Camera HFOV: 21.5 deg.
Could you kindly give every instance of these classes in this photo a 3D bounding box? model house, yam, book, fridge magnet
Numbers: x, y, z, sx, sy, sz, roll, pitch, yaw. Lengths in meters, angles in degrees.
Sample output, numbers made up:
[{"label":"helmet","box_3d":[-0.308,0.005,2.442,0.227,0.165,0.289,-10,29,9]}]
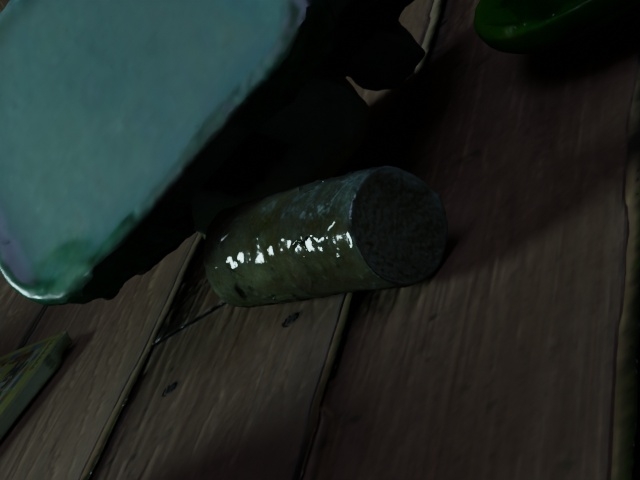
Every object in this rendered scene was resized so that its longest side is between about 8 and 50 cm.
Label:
[{"label":"model house","box_3d":[-0.059,-0.084,1.115,0.280,0.249,0.230,-46,53,19]},{"label":"yam","box_3d":[0.000,0.000,0.943,0.068,0.068,0.169,-49,21,-27]},{"label":"book","box_3d":[-0.275,0.146,1.225,0.192,0.013,0.168,-23,25,44]},{"label":"fridge magnet","box_3d":[0.175,-0.190,1.008,0.208,0.088,0.208,-35,18,14]}]
